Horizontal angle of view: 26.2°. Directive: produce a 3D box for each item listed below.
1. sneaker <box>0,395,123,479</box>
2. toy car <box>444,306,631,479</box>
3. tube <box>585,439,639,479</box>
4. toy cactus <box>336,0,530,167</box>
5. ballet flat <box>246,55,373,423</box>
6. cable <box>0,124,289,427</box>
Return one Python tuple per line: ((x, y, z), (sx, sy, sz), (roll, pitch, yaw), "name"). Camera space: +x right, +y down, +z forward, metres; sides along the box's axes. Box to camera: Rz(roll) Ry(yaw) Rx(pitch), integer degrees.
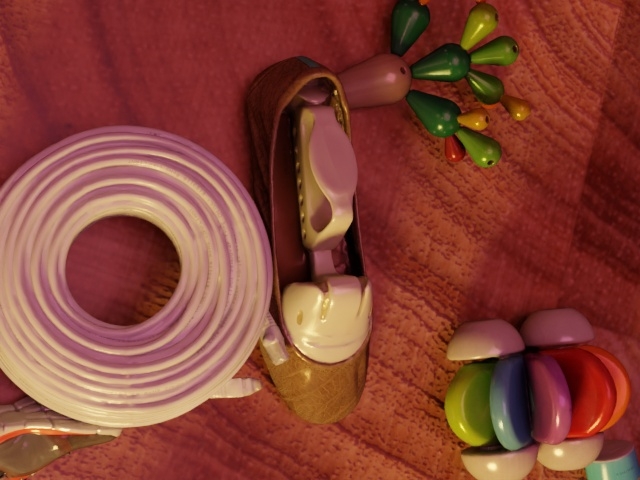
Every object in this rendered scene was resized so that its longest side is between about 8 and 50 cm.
((-0.250, 0.174, 1.186), (0.158, 0.061, 0.065), (-1, 115, -21), "sneaker")
((0.213, 0.150, 1.319), (0.182, 0.136, 0.159), (-7, 91, -22), "toy car")
((0.316, 0.307, 1.406), (0.080, 0.052, 0.207), (-20, 103, -15), "tube")
((0.099, -0.168, 1.322), (0.180, 0.112, 0.219), (-16, 96, -3), "toy cactus")
((0.000, 0.000, 1.247), (0.116, 0.124, 0.342), (-3, 89, -21), "ballet flat")
((-0.168, 0.030, 1.175), (0.257, 0.089, 0.257), (-15, 85, -11), "cable")
